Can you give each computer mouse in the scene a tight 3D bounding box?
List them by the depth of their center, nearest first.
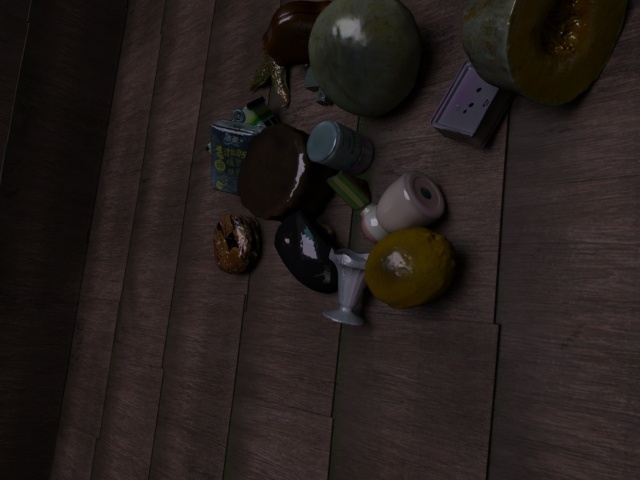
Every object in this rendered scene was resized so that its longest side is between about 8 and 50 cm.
[{"bbox_3d":[-0.036,0.045,1.684,0.269,0.100,0.170,49,119,18],"label":"computer mouse"}]

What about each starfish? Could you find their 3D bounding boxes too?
[{"bbox_3d":[-0.153,-0.689,2.072,0.347,0.078,0.357,30,102,48],"label":"starfish"}]

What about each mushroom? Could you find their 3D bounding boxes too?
[{"bbox_3d":[0.127,-0.534,1.595,0.352,0.260,0.352,17,128,23],"label":"mushroom"}]

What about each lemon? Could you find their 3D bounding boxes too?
[{"bbox_3d":[0.222,0.068,1.391,0.260,0.204,0.204,-35,57,35],"label":"lemon"}]

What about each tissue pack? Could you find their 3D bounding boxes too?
[{"bbox_3d":[-0.297,-0.286,1.980,0.185,0.081,0.257,15,121,13],"label":"tissue pack"}]

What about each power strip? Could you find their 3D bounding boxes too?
[{"bbox_3d":[0.023,-0.526,1.851,0.216,0.061,0.145,10,86,47],"label":"power strip"}]

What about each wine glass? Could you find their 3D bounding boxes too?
[{"bbox_3d":[0.090,0.128,1.557,0.165,0.165,0.196,18,101,47],"label":"wine glass"}]

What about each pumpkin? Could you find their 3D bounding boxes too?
[{"bbox_3d":[0.475,-0.480,1.214,0.332,0.332,0.199,-63,32,13],"label":"pumpkin"}]

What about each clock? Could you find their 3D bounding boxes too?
[{"bbox_3d":[0.387,-0.346,1.401,0.147,0.071,0.192,30,91,45],"label":"clock"}]

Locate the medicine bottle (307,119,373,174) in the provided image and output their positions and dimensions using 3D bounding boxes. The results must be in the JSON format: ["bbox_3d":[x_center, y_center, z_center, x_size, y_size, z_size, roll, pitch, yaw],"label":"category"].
[{"bbox_3d":[0.062,-0.275,1.669,0.135,0.168,0.135,-14,69,42],"label":"medicine bottle"}]

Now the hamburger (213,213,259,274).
[{"bbox_3d":[-0.311,0.015,2.029,0.231,0.107,0.230,-7,79,38],"label":"hamburger"}]

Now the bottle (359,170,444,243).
[{"bbox_3d":[0.203,-0.070,1.497,0.236,0.148,0.147,-38,55,43],"label":"bottle"}]

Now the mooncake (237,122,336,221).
[{"bbox_3d":[-0.107,-0.211,1.816,0.324,0.187,0.323,-11,74,42],"label":"mooncake"}]

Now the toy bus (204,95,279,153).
[{"bbox_3d":[-0.283,-0.384,2.049,0.276,0.133,0.164,-35,98,36],"label":"toy bus"}]

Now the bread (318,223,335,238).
[{"bbox_3d":[0.000,0.000,1.749,0.072,0.053,0.105,25,102,23],"label":"bread"}]

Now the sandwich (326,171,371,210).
[{"bbox_3d":[0.083,-0.146,1.650,0.074,0.116,0.074,-29,60,39],"label":"sandwich"}]

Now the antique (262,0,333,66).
[{"bbox_3d":[-0.058,-0.697,1.856,0.278,0.223,0.129,-21,59,30],"label":"antique"}]
